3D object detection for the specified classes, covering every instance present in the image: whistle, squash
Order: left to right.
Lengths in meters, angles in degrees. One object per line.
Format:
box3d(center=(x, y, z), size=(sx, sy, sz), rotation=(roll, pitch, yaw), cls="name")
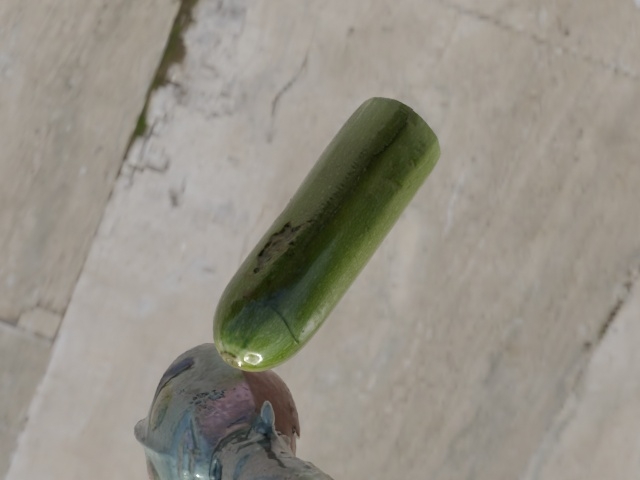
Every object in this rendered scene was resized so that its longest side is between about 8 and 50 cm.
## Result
box3d(center=(-0.056, 0.176, 1.391), size=(0.134, 0.346, 0.142), rotation=(25, 89, -26), cls="whistle")
box3d(center=(0.000, 0.000, 0.451), size=(0.027, 0.083, 0.027), rotation=(25, 148, 17), cls="squash")
